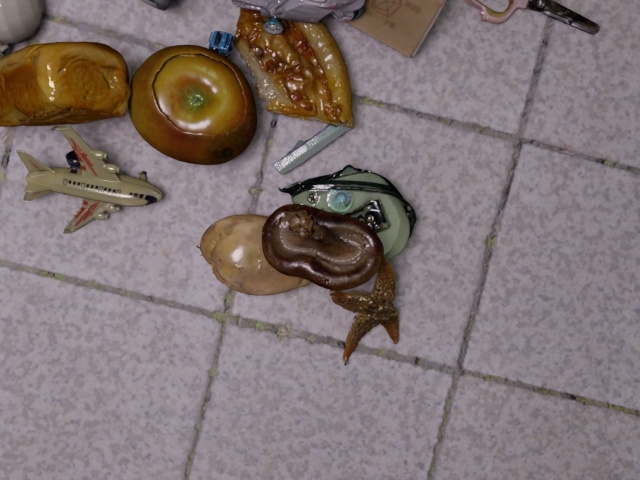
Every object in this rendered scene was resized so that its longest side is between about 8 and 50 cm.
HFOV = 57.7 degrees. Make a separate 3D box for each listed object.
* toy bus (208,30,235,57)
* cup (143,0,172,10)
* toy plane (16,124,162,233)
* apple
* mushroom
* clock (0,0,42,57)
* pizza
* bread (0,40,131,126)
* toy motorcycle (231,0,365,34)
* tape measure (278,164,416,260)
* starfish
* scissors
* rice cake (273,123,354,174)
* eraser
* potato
[{"bbox_3d":[-0.192,-0.368,1.111,0.046,0.083,0.038,17,82,-13],"label":"toy bus"},{"bbox_3d":[-0.272,-0.627,1.025,0.253,0.253,0.371,32,96,-4],"label":"cup"},{"bbox_3d":[-0.436,-0.107,1.110,0.256,0.104,0.241,1,130,-18],"label":"toy plane"},{"bbox_3d":[-0.235,-0.246,1.069,0.237,0.207,0.236,0,94,-3],"label":"apple"},{"bbox_3d":[0.000,0.000,0.987,0.227,0.217,0.147,9,79,3],"label":"mushroom"},{"bbox_3d":[-0.724,-0.427,1.058,0.326,0.184,0.342,43,97,-9],"label":"clock"},{"bbox_3d":[-0.061,-0.355,1.120,0.182,0.074,0.365,-29,88,-8],"label":"pizza"},{"bbox_3d":[-0.467,-0.268,1.018,0.294,0.167,0.132,6,109,40],"label":"bread"},{"bbox_3d":[-0.042,-0.449,1.015,0.260,0.171,0.110,7,77,-8],"label":"toy motorcycle"},{"bbox_3d":[0.064,-0.057,1.143,0.207,0.115,0.235,-31,94,2],"label":"tape measure"},{"bbox_3d":[0.088,0.133,1.153,0.138,0.050,0.247,-18,125,-8],"label":"starfish"},{"bbox_3d":[0.421,-0.490,1.170,0.318,0.024,0.160,22,93,-4],"label":"scissors"},{"bbox_3d":[-0.016,-0.195,1.170,0.180,0.030,0.042,-35,99,0],"label":"rice cake"},{"bbox_3d":[0.065,-0.495,1.100,0.344,0.078,0.144,29,128,-4],"label":"eraser"},{"bbox_3d":[-0.119,0.035,1.134,0.235,0.128,0.161,32,95,-9],"label":"potato"}]
